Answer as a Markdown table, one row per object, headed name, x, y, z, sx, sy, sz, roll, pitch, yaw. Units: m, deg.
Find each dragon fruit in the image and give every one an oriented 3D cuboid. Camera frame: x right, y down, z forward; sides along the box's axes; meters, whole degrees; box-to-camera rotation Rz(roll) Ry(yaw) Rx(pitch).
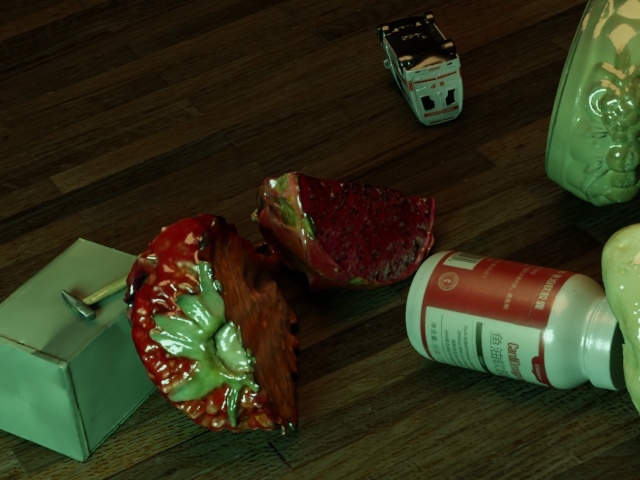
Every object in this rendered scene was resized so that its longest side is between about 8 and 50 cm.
| name | x | y | z | sx | sy | sz | roll | pitch | yaw |
| --- | --- | --- | --- | --- | --- | --- | --- | --- | --- |
| dragon fruit | 0.000 | 0.000 | 2.159 | 0.262 | 0.134 | 0.211 | 7 | -7 | -42 |

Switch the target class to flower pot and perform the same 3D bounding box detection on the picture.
| name | x | y | z | sx | sy | sz | roll | pitch | yaw |
| --- | --- | --- | --- | --- | --- | --- | --- | --- | --- |
| flower pot | 0.433 | -0.174 | 2.142 | 0.244 | 0.307 | 0.307 | 17 | 41 | 17 |

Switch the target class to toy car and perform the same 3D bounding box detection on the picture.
| name | x | y | z | sx | sy | sz | roll | pitch | yaw |
| --- | --- | --- | --- | --- | --- | --- | --- | --- | --- |
| toy car | 0.146 | -0.252 | 2.507 | 0.089 | 0.108 | 0.210 | -17 | 29 | -4 |

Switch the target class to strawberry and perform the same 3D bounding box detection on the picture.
| name | x | y | z | sx | sy | sz | roll | pitch | yaw |
| --- | --- | --- | --- | --- | --- | --- | --- | --- | --- |
| strawberry | -0.132 | 0.085 | 1.969 | 0.150 | 0.253 | 0.280 | -21 | 29 | 12 |

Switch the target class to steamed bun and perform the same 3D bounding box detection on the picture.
| name | x | y | z | sx | sy | sz | roll | pitch | yaw |
| --- | --- | --- | --- | --- | --- | --- | --- | --- | --- |
| steamed bun | 0.381 | 0.080 | 1.820 | 0.110 | 0.212 | 0.231 | -19 | 29 | 32 |

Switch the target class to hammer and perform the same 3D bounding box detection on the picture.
| name | x | y | z | sx | sy | sz | roll | pitch | yaw |
| --- | --- | --- | --- | --- | --- | --- | --- | --- | --- |
| hammer | -0.206 | 0.034 | 2.005 | 0.199 | 0.013 | 0.062 | -29 | 42 | -30 |

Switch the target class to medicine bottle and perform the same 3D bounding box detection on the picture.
| name | x | y | z | sx | sy | sz | roll | pitch | yaw |
| --- | --- | --- | --- | --- | --- | --- | --- | --- | --- |
| medicine bottle | 0.228 | 0.091 | 1.933 | 0.250 | 0.131 | 0.131 | 12 | 40 | 31 |

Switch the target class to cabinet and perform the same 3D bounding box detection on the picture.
| name | x | y | z | sx | sy | sz | roll | pitch | yaw |
| --- | --- | --- | --- | --- | --- | --- | --- | --- | --- |
| cabinet | -0.279 | 0.124 | 2.029 | 0.145 | 0.150 | 0.206 | 17 | 42 | 29 |
